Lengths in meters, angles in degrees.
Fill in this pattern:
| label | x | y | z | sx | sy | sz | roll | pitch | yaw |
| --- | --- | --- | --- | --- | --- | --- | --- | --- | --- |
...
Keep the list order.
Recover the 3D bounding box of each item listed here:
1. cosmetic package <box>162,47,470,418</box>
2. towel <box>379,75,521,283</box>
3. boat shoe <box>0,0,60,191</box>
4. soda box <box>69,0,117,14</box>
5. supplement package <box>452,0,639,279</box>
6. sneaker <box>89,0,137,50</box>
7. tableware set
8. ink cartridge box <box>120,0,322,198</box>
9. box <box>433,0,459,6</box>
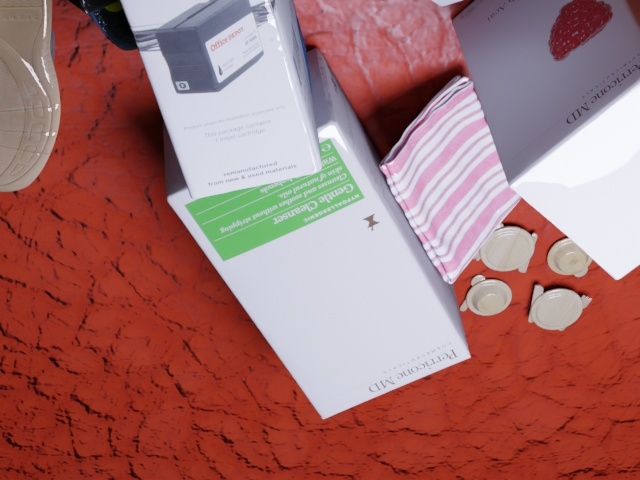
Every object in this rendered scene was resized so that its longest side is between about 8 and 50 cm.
| label | x | y | z | sx | sy | sz | roll | pitch | yaw |
| --- | --- | --- | --- | --- | --- | --- | --- | --- | --- |
| cosmetic package | 0.000 | 0.000 | 1.609 | 0.197 | 0.155 | 0.365 | -25 | 126 | 11 |
| towel | 0.147 | -0.063 | 1.601 | 0.144 | 0.029 | 0.197 | -49 | 131 | -20 |
| boat shoe | -0.305 | -0.182 | 1.459 | 0.103 | 0.092 | 0.285 | 1 | 126 | -8 |
| soda box | -0.218 | -0.291 | 1.320 | 0.060 | 0.053 | 0.168 | -27 | 126 | -19 |
| supplement package | 0.269 | -0.144 | 1.437 | 0.177 | 0.293 | 0.175 | -39 | 124 | 21 |
| sneaker | -0.223 | -0.275 | 1.414 | 0.069 | 0.082 | 0.209 | -40 | 130 | -13 |
| tableware set | 0.249 | 0.044 | 1.763 | 0.169 | 0.020 | 0.141 | 9 | 125 | -13 |
| ink cartridge box | -0.099 | -0.229 | 1.318 | 0.129 | 0.223 | 0.307 | -12 | 129 | 5 |
| box | 0.126 | -0.298 | 1.367 | 0.130 | 0.091 | 0.170 | 29 | 163 | -27 |
